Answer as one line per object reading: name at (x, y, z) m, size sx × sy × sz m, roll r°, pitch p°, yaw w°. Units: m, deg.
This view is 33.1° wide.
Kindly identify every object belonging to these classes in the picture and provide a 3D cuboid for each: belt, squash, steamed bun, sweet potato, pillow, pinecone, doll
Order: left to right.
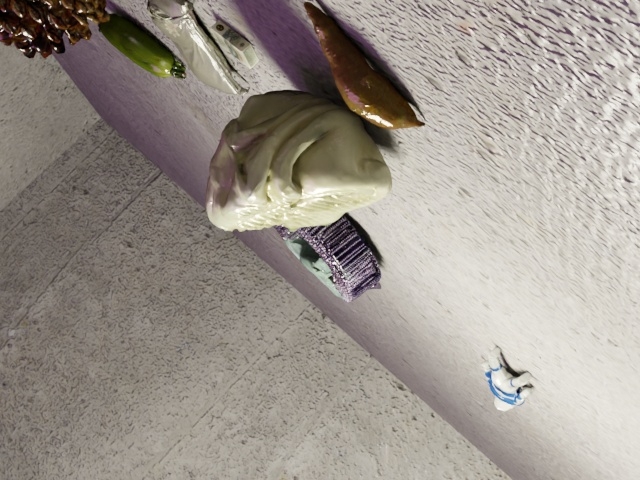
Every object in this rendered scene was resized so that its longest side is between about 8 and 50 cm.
pinecone at (-0.585, -0.506, 2.284) m, size 0.224 × 0.273 × 0.224 m, roll 57°, pitch -162°, yaw -29°
squash at (-0.413, -0.436, 2.386) m, size 0.318 × 0.071 × 0.080 m, roll 36°, pitch 151°, yaw 34°
pillow at (-0.237, -0.364, 1.981) m, size 0.169 × 0.059 × 0.255 m, roll 32°, pitch 164°, yaw 44°
steamed bun at (-0.039, -0.138, 1.654) m, size 0.280 × 0.268 × 0.207 m, roll 150°, pitch 112°, yaw -65°
belt at (0.000, 0.000, 2.347) m, size 0.325 × 0.122 × 0.260 m, roll 36°, pitch 163°, yaw 48°
sweet potato at (0.043, -0.213, 1.400) m, size 0.226 × 0.068 × 0.068 m, roll 47°, pitch 171°, yaw -7°
doll at (0.376, 0.290, 2.177) m, size 0.114 × 0.057 × 0.227 m, roll 34°, pitch 158°, yaw 22°

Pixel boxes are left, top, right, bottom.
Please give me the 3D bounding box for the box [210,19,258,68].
box at (-0.145, -0.332, 1.822) m, size 0.083 × 0.024 × 0.054 m, roll 40°, pitch 168°, yaw 27°
